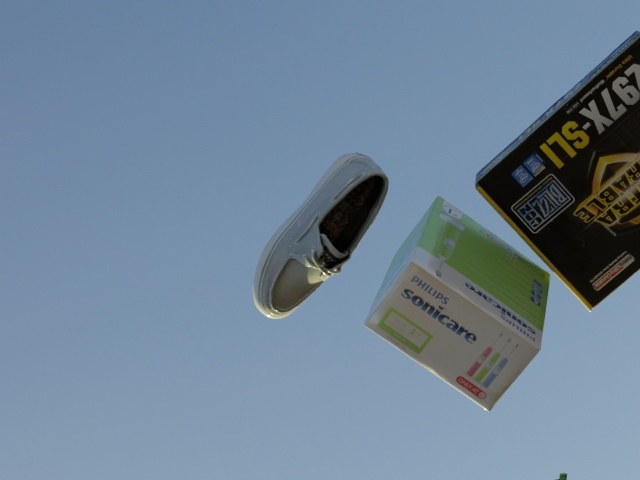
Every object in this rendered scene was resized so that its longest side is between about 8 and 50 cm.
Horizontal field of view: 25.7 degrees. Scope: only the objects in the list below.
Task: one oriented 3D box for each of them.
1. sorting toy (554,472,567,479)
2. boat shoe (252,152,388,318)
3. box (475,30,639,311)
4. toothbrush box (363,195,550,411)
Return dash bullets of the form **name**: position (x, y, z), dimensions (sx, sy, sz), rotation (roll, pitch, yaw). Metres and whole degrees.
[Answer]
- **sorting toy**: position (0.287, 0.329, 1.790), dimensions (0.083, 0.012, 0.062), rotation (-50, -16, 1)
- **boat shoe**: position (0.001, 0.000, 1.658), dimensions (0.079, 0.081, 0.227), rotation (32, -87, -28)
- **box**: position (0.421, -0.099, 2.004), dimensions (0.322, 0.257, 0.079), rotation (-42, 4, 14)
- **toothbrush box**: position (0.196, 0.079, 1.935), dimensions (0.122, 0.206, 0.283), rotation (-55, 2, 21)
